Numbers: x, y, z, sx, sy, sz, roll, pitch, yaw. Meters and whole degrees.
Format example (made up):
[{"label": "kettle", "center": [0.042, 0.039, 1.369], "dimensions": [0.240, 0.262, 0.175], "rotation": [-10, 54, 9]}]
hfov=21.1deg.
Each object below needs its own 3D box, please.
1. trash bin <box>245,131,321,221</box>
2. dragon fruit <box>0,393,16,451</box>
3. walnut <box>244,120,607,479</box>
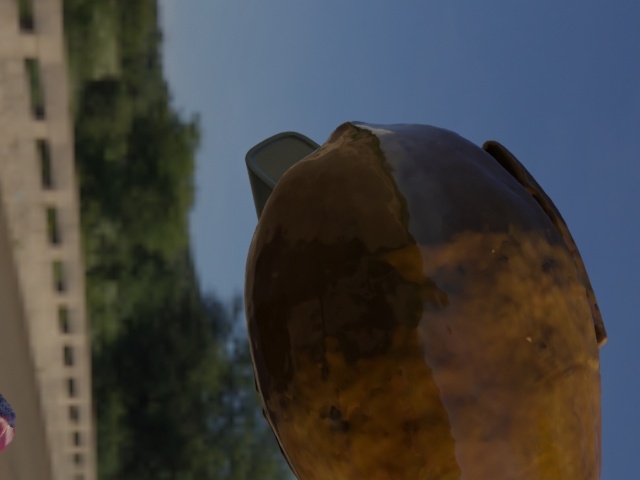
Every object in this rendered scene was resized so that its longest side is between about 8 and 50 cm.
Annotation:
[{"label": "trash bin", "center": [0.000, 0.000, 1.268], "dimensions": [0.116, 0.059, 0.130], "rotation": [38, -29, 42]}, {"label": "dragon fruit", "center": [-0.294, 0.108, 1.070], "dimensions": [0.261, 0.189, 0.163], "rotation": [50, 47, -67]}, {"label": "walnut", "center": [0.068, 0.093, 0.996], "dimensions": [0.209, 0.209, 0.336], "rotation": [119, -45, -74]}]
